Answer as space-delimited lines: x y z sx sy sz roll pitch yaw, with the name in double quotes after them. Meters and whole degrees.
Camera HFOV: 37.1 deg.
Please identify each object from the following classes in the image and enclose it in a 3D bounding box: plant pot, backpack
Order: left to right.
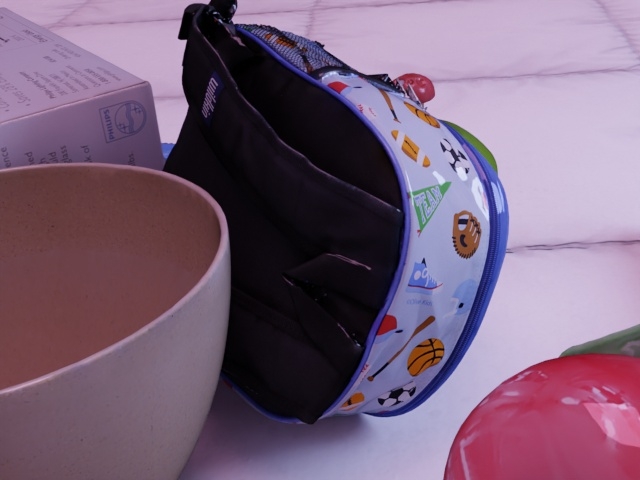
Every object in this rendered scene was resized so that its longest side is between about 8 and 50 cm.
-0.185 0.095 0.572 0.284 0.190 0.284 -4 26 2 "plant pot"
0.000 0.000 0.676 0.213 0.276 0.263 3 27 -34 "backpack"

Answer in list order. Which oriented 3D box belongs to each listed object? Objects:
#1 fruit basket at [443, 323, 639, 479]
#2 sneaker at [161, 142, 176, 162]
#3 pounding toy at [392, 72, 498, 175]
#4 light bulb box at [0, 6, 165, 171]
0.146 0.112 0.382 0.353 0.165 0.327 -8 -15 -35 "fruit basket"
-0.207 -0.066 1.027 0.209 0.069 0.082 5 33 20 "sneaker"
0.070 -0.103 0.999 0.237 0.110 0.183 -16 28 -20 "pounding toy"
-0.361 -0.029 0.811 0.361 0.225 0.358 -22 32 -27 "light bulb box"
